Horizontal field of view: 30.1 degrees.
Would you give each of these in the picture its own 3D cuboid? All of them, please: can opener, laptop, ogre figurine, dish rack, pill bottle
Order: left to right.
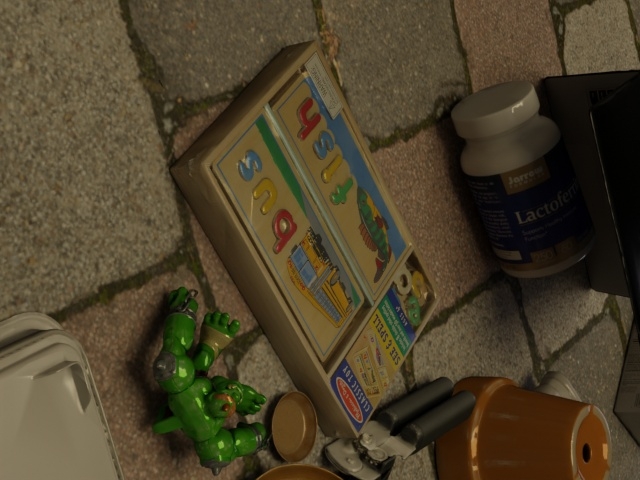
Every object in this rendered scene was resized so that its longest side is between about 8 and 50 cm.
[{"bbox_3d":[-0.270,0.252,1.044,0.285,0.072,0.333,-28,108,-51],"label":"dish rack"},{"bbox_3d":[-0.117,0.159,1.236,0.118,0.097,0.197,-60,148,-60],"label":"ogre figurine"},{"bbox_3d":[0.101,0.253,1.530,0.280,0.074,0.093,-25,139,-49],"label":"can opener"},{"bbox_3d":[0.293,-0.090,1.740,0.153,0.153,0.265,-48,121,-44],"label":"pill bottle"},{"bbox_3d":[0.415,-0.045,1.804,0.236,0.408,0.382,-19,102,-22],"label":"laptop"}]

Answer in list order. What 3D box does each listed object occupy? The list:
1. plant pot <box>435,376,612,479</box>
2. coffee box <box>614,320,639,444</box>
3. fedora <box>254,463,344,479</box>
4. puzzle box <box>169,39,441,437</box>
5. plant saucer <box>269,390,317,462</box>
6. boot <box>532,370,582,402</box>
[{"bbox_3d":[0.293,0.291,1.658,0.205,0.188,0.205,10,77,-51],"label":"plant pot"},{"bbox_3d":[0.627,0.241,2.164,0.141,0.098,0.246,49,50,-36],"label":"coffee box"},{"bbox_3d":[-0.010,0.340,1.297,0.194,0.079,0.194,4,78,-20],"label":"fedora"},{"bbox_3d":[0.000,0.000,1.435,0.272,0.052,0.409,-54,126,-40],"label":"puzzle box"},{"bbox_3d":[-0.035,0.218,1.390,0.083,0.015,0.083,11,77,-51],"label":"plant saucer"},{"bbox_3d":[0.393,0.329,1.854,0.123,0.095,0.258,-45,120,-38],"label":"boot"}]
